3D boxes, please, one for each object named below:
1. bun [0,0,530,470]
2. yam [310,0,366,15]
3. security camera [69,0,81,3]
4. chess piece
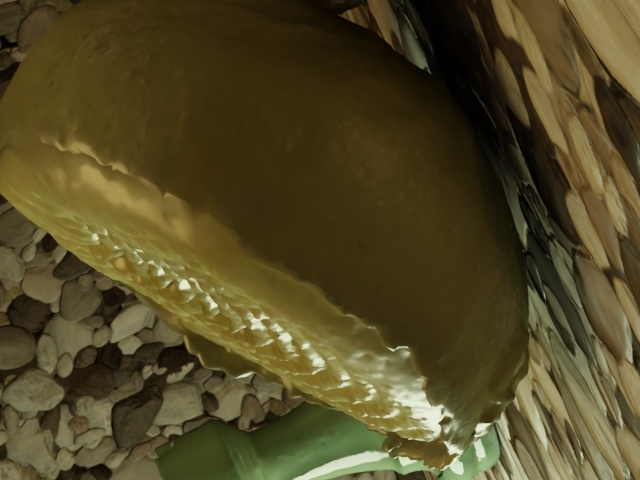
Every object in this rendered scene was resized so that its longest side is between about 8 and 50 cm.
[{"bbox_3d":[-0.018,-0.032,1.056,0.364,0.202,0.364,32,168,7],"label":"bun"},{"bbox_3d":[-0.041,-0.178,1.236,0.084,0.127,0.084,158,90,-90],"label":"yam"},{"bbox_3d":[-0.145,-0.324,1.385,0.277,0.197,0.191,123,132,-79],"label":"security camera"},{"bbox_3d":[0.000,0.188,1.679,0.194,0.299,0.194,155,90,-87],"label":"chess piece"}]
